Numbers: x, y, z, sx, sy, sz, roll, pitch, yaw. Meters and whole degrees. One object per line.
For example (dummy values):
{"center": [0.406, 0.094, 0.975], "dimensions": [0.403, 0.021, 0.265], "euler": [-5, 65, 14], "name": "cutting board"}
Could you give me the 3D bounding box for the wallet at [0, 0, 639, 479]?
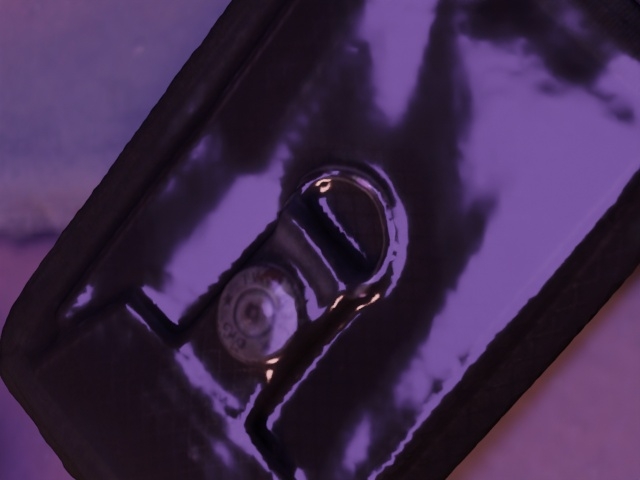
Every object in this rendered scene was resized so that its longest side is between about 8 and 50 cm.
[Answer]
{"center": [0.000, 0.000, 0.565], "dimensions": [0.245, 0.052, 0.168], "euler": [-52, 59, 21], "name": "wallet"}
